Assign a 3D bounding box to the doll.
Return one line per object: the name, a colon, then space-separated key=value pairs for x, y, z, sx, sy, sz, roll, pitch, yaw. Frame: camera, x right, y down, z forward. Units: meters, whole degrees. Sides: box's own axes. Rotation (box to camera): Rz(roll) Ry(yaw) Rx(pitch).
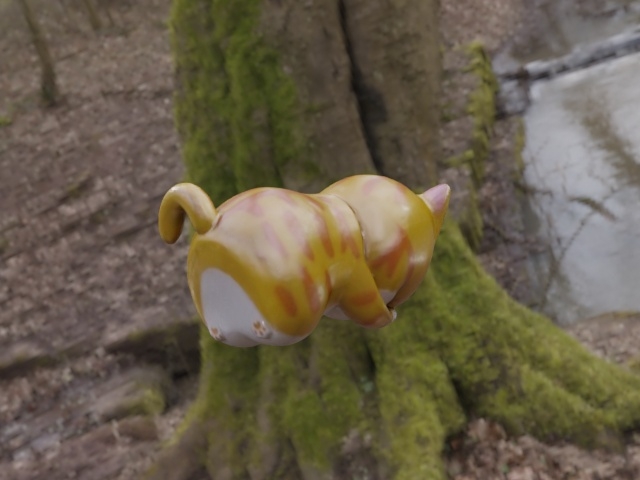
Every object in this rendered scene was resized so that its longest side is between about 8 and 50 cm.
doll: x=-0.006 y=0.018 z=1.167 sx=0.270 sy=0.162 sz=0.167 roll=-4 pitch=2 yaw=-39
